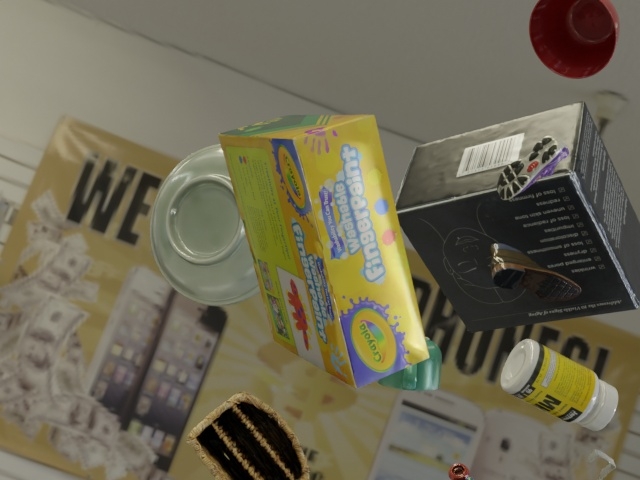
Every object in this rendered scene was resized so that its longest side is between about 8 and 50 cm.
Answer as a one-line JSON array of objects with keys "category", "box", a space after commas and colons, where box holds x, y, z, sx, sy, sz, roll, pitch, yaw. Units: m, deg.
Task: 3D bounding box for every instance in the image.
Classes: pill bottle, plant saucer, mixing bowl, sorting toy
[{"category": "pill bottle", "box": [0.477, 0.291, 1.840, 0.209, 0.119, 0.119, 27, -9, -7]}, {"category": "plant saucer", "box": [-0.256, -0.045, 2.214, 0.401, 0.400, 0.100, 17, -1, 24]}, {"category": "mixing bowl", "box": [0.512, -0.418, 1.803, 0.181, 0.098, 0.181, 26, -47, 31]}, {"category": "sorting toy", "box": [0.324, 0.563, 2.126, 0.061, 0.102, 0.042, -2, -49, 16]}]

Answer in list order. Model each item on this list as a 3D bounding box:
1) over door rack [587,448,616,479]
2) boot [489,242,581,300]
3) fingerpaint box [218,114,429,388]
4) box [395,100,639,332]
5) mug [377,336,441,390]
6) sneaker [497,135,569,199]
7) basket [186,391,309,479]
[{"category": "over door rack", "box": [0.559, 0.632, 1.876, 0.108, 0.324, 0.239, 15, 28, -10]}, {"category": "boot", "box": [0.476, 0.065, 2.061, 0.219, 0.082, 0.106, 15, 38, -18]}, {"category": "fingerpaint box", "box": [0.000, 0.000, 1.691, 0.163, 0.444, 0.371, -20, 14, -22]}, {"category": "box", "box": [0.520, -0.041, 2.374, 0.480, 0.297, 0.471, -12, -53, 33]}, {"category": "mug", "box": [0.187, 0.245, 1.862, 0.130, 0.097, 0.158, 3, 2, -28]}, {"category": "sneaker", "box": [0.431, -0.135, 1.862, 0.071, 0.068, 0.170, 22, -50, -40]}, {"category": "basket", "box": [-0.165, 0.538, 2.347, 0.299, 0.213, 0.223, 52, -5, 4]}]
